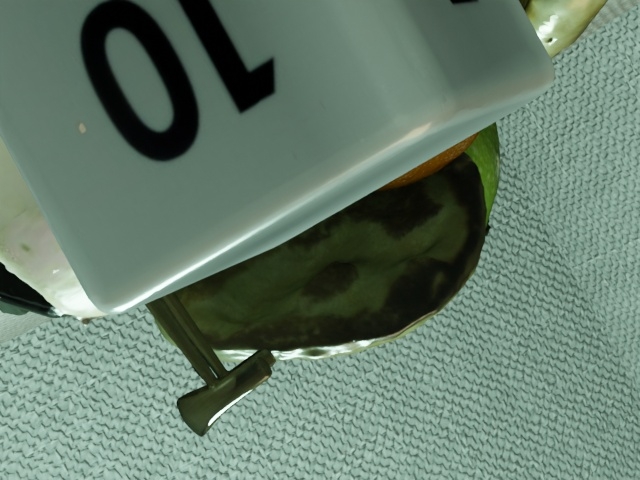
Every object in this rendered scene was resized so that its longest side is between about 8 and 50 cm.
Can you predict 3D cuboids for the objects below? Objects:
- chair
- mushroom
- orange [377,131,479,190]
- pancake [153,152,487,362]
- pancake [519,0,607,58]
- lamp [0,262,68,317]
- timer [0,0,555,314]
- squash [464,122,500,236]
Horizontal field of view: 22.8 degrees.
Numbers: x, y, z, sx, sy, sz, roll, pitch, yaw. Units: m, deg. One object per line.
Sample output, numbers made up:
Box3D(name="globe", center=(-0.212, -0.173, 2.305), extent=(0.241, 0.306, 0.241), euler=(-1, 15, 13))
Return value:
Box3D(name="chair", center=(-0.073, -0.028, 1.041), extent=(0.166, 0.272, 0.188), euler=(-28, 179, -3))
Box3D(name="mushroom", center=(-0.144, -0.044, 1.251), extent=(0.173, 0.162, 0.236), euler=(-28, -179, 26))
Box3D(name="orange", center=(0.043, -0.131, 1.258), extent=(0.206, 0.206, 0.206), euler=(-29, 178, -1))
Box3D(name="pancake", center=(0.000, 0.000, 1.317), extent=(0.294, 0.049, 0.294), euler=(-12, -141, 10))
Box3D(name="pancake", center=(0.205, -0.245, 0.979), extent=(0.356, 0.065, 0.356), euler=(-54, 179, -1))
Box3D(name="lamp", center=(-0.211, 0.026, 1.464), extent=(0.203, 0.124, 0.283), euler=(16, 178, 1))
Box3D(name="timer", center=(-0.035, -0.104, 0.731), extent=(0.192, 0.195, 0.194), euler=(-29, 177, 25))
Box3D(name="squash", center=(0.052, -0.089, 1.745), extent=(0.310, 0.310, 0.309), euler=(-28, 163, -10))
